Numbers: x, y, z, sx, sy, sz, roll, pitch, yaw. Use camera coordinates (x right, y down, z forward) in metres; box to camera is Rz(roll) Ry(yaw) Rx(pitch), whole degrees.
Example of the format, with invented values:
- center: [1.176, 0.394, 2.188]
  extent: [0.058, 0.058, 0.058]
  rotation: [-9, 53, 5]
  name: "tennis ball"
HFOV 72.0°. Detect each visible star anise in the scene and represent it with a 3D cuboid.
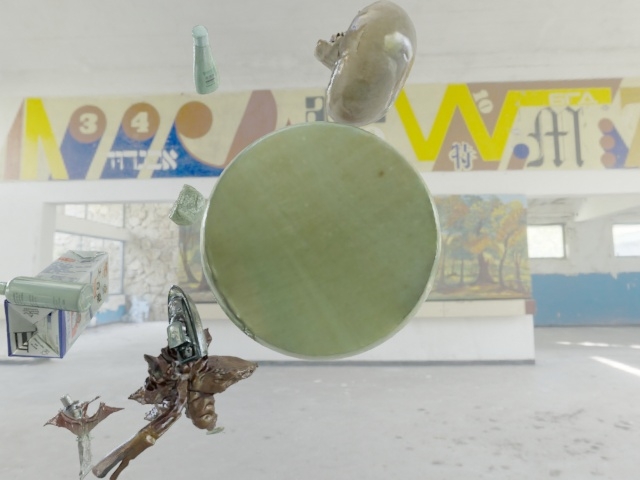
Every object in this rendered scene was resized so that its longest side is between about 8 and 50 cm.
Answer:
- center: [-0.277, 0.313, 0.851]
  extent: [0.148, 0.237, 0.346]
  rotation: [9, 27, 34]
  name: "star anise"

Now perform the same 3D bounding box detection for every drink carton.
- center: [-0.571, 0.126, 0.985]
  extent: [0.107, 0.130, 0.315]
  rotation: [6, 16, -11]
  name: "drink carton"

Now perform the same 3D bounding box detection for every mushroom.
- center: [0.076, -0.323, 0.808]
  extent: [0.178, 0.226, 0.226]
  rotation: [26, -8, -6]
  name: "mushroom"

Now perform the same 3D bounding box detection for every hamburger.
- center: [-0.365, -0.094, 1.239]
  extent: [0.084, 0.121, 0.054]
  rotation: [26, -23, -28]
  name: "hamburger"

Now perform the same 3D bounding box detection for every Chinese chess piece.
- center: [0.000, 0.000, 0.663]
  extent: [0.350, 0.348, 0.146]
  rotation: [-1, -6, 1]
  name: "Chinese chess piece"

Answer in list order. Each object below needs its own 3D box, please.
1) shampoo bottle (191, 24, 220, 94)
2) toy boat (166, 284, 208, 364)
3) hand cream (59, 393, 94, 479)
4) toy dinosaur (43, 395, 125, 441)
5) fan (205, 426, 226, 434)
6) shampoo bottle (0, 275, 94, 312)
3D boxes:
- center: [-0.279, -0.431, 1.060]
  extent: [0.069, 0.041, 0.190]
  rotation: [-27, -14, -17]
  name: "shampoo bottle"
- center: [-0.244, 0.145, 0.785]
  extent: [0.055, 0.141, 0.060]
  rotation: [-25, -15, 24]
  name: "toy boat"
- center: [-0.706, 0.567, 1.289]
  extent: [0.050, 0.256, 0.084]
  rotation: [-12, 6, -5]
  name: "hand cream"
- center: [-0.619, 0.470, 1.158]
  extent: [0.221, 0.108, 0.032]
  rotation: [-10, -11, -3]
  name: "toy dinosaur"
- center: [-0.320, 0.598, 1.389]
  extent: [0.080, 0.003, 0.060]
  rotation: [-10, -3, 15]
  name: "fan"
- center: [-0.521, 0.094, 0.802]
  extent: [0.196, 0.056, 0.056]
  rotation: [7, -5, -1]
  name: "shampoo bottle"
